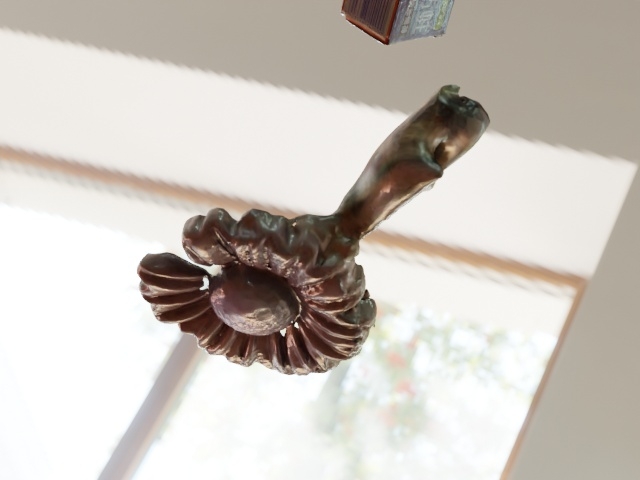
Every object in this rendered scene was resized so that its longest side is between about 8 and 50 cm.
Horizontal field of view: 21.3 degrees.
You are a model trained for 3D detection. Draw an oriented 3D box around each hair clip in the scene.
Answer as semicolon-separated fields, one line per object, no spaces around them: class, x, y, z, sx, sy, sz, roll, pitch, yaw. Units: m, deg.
hair clip;0.001;0.003;1.212;0.173;0.069;0.300;36;-57;-21

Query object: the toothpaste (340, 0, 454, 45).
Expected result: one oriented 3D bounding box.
toothpaste;0.097;-0.317;1.379;0.066;0.076;0.320;38;-53;33
